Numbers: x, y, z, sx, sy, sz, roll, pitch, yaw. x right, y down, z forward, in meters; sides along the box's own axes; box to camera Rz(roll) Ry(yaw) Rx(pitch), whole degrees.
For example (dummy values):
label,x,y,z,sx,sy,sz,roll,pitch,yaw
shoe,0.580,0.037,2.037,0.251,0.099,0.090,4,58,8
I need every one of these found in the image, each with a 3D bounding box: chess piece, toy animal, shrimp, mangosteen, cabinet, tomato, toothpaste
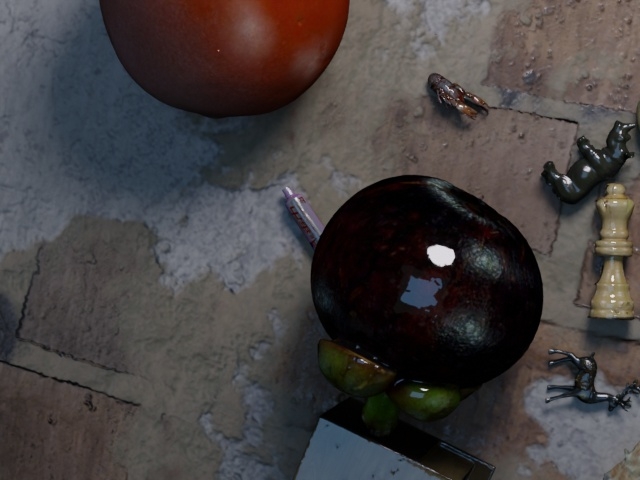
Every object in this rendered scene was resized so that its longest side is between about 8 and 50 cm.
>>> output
label,x,y,z,sx,sy,sz,roll,pitch,yaw
chess piece,0.368,0.014,1.770,0.060,0.060,0.172,1,90,15
toy animal,0.345,-0.102,1.770,0.136,0.047,0.065,-40,76,15
shrimp,0.175,-0.184,1.821,0.092,0.038,0.029,28,141,12
mangosteen,0.119,0.070,1.719,0.300,0.300,0.300,0,92,15
cabinet,0.087,0.321,1.789,0.215,0.175,0.148,24,97,12
tomato,-0.124,-0.302,1.760,0.322,0.321,0.321,0,92,15
toothpaste,0.000,0.000,1.877,0.045,0.028,0.170,-35,87,20

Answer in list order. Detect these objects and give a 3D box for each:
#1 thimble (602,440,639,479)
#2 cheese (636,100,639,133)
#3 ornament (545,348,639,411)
label,x,y,z,sx,sy,sz,roll,pitch,yaw
thimble,0.441,0.362,1.693,0.148,0.196,0.229,-49,50,8
cheese,0.466,-0.125,1.741,0.171,0.047,0.092,41,103,10
ornament,0.351,0.179,1.792,0.125,0.028,0.073,6,94,16
